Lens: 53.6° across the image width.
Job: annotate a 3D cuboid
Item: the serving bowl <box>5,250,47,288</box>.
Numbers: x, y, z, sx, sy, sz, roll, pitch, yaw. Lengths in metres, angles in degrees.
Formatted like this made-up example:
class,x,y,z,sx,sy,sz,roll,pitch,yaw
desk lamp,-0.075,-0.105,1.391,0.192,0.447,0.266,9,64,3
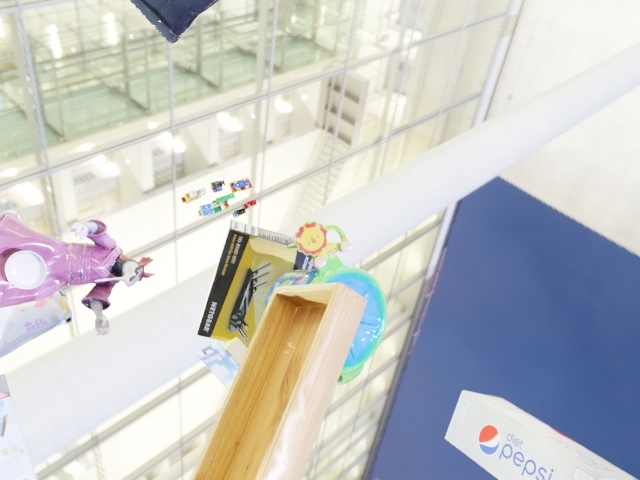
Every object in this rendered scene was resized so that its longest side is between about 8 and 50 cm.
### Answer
class,x,y,z,sx,sy,sz,roll,pitch,yaw
serving bowl,-0.620,0.060,1.342,0.027,0.083,0.083,-117,-172,-77

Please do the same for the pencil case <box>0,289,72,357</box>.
class,x,y,z,sx,sy,sz,roll,pitch,yaw
pencil case,-0.791,0.226,1.650,0.124,0.273,0.113,49,-38,14

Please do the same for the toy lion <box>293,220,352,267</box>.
class,x,y,z,sx,sy,sz,roll,pitch,yaw
toy lion,0.000,0.000,1.279,0.096,0.100,0.034,61,-9,-5

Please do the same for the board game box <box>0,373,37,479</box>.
class,x,y,z,sx,sy,sz,roll,pitch,yaw
board game box,-0.849,0.513,1.460,0.065,0.318,0.318,-20,-93,38

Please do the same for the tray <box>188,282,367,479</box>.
class,x,y,z,sx,sy,sz,roll,pitch,yaw
tray,-0.075,0.270,1.052,0.076,0.411,0.202,37,-26,-28

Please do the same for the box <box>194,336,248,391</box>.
class,x,y,z,sx,sy,sz,roll,pitch,yaw
box,-0.151,0.259,1.216,0.178,0.042,0.109,50,-41,-7

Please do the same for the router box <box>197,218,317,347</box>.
class,x,y,z,sx,sy,sz,roll,pitch,yaw
router box,-0.159,0.127,1.631,0.081,0.242,0.309,-104,-149,-68

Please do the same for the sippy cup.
class,x,y,z,sx,sy,sz,roll,pitch,yaw
sippy cup,-0.006,0.162,1.443,0.224,0.240,0.306,10,-99,54

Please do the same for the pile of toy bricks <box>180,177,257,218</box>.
class,x,y,z,sx,sy,sz,roll,pitch,yaw
pile of toy bricks,-0.294,-0.106,1.820,0.105,0.212,0.118,-26,-95,52

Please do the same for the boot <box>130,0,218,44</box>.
class,x,y,z,sx,sy,sz,roll,pitch,yaw
boot,-0.325,-0.579,1.356,0.207,0.094,0.246,-40,-76,14

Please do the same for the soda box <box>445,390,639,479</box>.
class,x,y,z,sx,sy,sz,roll,pitch,yaw
soda box,0.319,0.325,0.946,0.286,0.098,0.091,23,-85,63

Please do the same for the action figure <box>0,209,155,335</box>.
class,x,y,z,sx,sy,sz,roll,pitch,yaw
action figure,-0.574,0.067,1.466,0.275,0.369,0.248,-159,-105,-67
